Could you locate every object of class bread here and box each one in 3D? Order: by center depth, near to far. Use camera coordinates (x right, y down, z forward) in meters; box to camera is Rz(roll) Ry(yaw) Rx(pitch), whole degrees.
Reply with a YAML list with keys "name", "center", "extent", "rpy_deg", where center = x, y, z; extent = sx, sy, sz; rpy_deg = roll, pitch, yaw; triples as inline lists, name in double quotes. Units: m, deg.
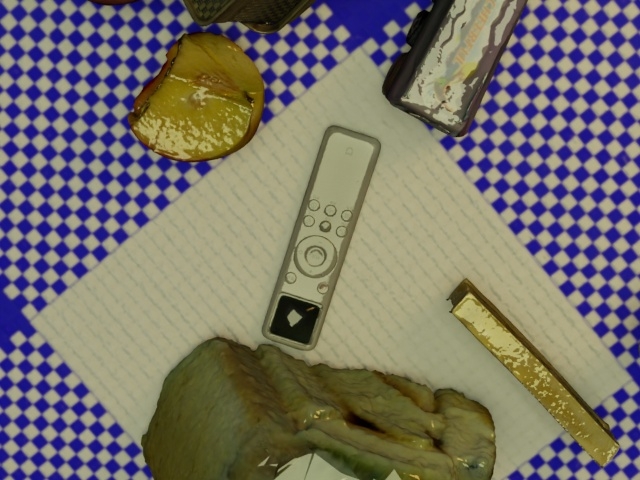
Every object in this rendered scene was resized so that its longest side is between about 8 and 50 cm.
- name: "bread"
  center: [-0.010, 0.271, 1.615]
  extent: [0.395, 0.264, 0.239]
  rpy_deg: [15, 103, -3]

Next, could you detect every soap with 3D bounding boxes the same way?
- name: "soap"
  center: [0.241, 0.149, 1.673]
  extent: [0.037, 0.092, 0.252]
  rpy_deg: [-44, 95, 9]

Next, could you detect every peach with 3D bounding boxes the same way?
- name: "peach"
  center: [-0.134, -0.145, 1.623]
  extent: [0.151, 0.118, 0.151]
  rpy_deg: [8, 63, -15]

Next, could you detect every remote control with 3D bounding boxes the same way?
- name: "remote control"
  center: [0.000, 0.000, 1.685]
  extent: [0.067, 0.029, 0.261]
  rpy_deg: [18, 99, -2]

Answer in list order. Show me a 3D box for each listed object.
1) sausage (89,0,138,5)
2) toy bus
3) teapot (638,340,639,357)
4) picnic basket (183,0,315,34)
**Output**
- name: "sausage"
  center: [-0.255, -0.354, 1.581]
  extent: [0.254, 0.148, 0.148]
  rpy_deg: [44, 97, -4]
- name: "toy bus"
  center: [0.181, -0.268, 1.586]
  extent: [0.112, 0.138, 0.317]
  rpy_deg: [25, 100, -4]
- name: "teapot"
  center: [0.544, 0.066, 1.560]
  extent: [0.424, 0.280, 0.252]
  rpy_deg: [-16, 97, 5]
- name: "picnic basket"
  center: [-0.083, -0.359, 1.518]
  extent: [0.165, 0.139, 0.266]
  rpy_deg: [-35, 76, 35]
